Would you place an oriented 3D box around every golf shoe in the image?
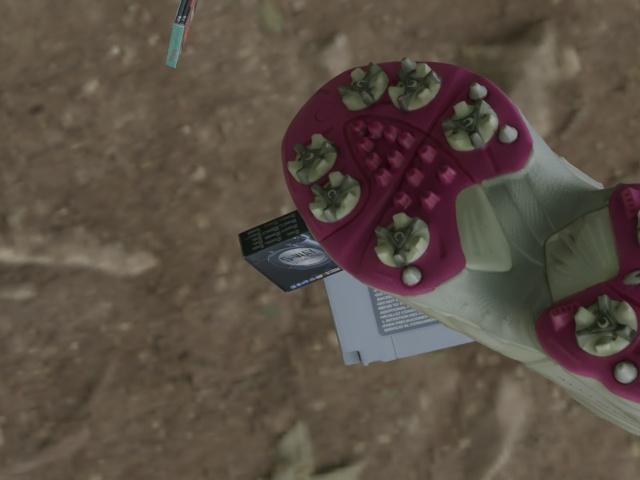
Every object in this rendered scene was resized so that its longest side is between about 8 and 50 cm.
[{"bbox_3d":[0.101,0.017,0.781,0.115,0.306,0.140,-49,138,-7],"label":"golf shoe"}]

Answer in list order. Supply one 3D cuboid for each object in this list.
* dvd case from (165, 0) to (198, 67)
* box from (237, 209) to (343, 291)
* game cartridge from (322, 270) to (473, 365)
[{"bbox_3d":[-0.122,-0.233,1.611,0.013,0.087,0.119,18,68,-3],"label":"dvd case"},{"bbox_3d":[0.000,0.000,1.061,0.067,0.083,0.018,43,29,-59],"label":"box"},{"bbox_3d":[0.149,0.023,1.891,0.062,0.297,0.198,-99,176,-63],"label":"game cartridge"}]
